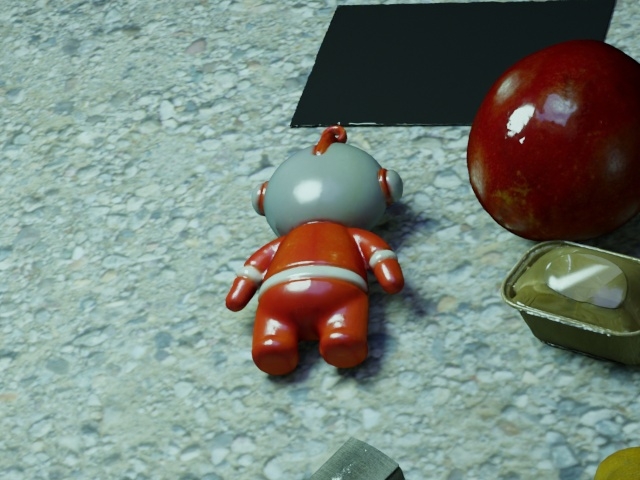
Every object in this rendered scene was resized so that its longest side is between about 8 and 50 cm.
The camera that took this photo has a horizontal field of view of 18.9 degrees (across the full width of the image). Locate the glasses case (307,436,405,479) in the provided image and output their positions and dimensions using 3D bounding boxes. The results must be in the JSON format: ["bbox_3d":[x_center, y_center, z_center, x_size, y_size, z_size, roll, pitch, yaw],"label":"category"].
[{"bbox_3d":[-0.011,0.276,1.827,0.071,0.047,0.205,25,56,38],"label":"glasses case"}]

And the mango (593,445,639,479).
[{"bbox_3d":[0.289,0.278,1.655,0.177,0.120,0.295,-3,42,14],"label":"mango"}]

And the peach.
[{"bbox_3d":[0.254,-0.102,2.038,0.243,0.199,0.243,-24,19,9],"label":"peach"}]

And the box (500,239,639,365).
[{"bbox_3d":[0.272,0.057,1.927,0.177,0.111,0.111,15,50,33],"label":"box"}]

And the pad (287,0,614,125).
[{"bbox_3d":[0.161,-0.219,2.359,0.368,0.007,0.247,1,43,21],"label":"pad"}]

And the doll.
[{"bbox_3d":[0.000,0.000,2.104,0.200,0.105,0.336,-8,48,15],"label":"doll"}]
